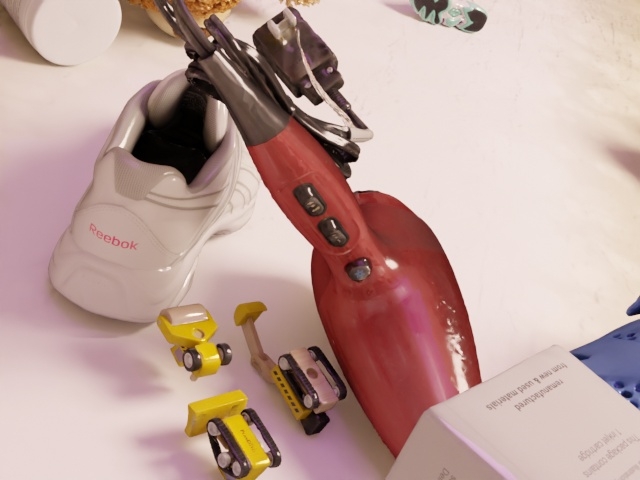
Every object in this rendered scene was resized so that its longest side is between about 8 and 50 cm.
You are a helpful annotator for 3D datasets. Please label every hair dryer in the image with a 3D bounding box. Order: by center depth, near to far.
[{"bbox_3d":[0.000,0.000,0.533,0.294,0.080,0.223,59,18,5],"label":"hair dryer"}]

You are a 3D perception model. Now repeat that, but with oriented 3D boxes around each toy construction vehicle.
[{"bbox_3d":[-0.038,0.074,0.523,0.085,0.035,0.098,-11,54,-43],"label":"toy construction vehicle"}]

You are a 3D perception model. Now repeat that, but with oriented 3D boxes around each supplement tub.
[{"bbox_3d":[-0.198,-0.184,0.764,0.071,0.071,0.107,-5,42,-39],"label":"supplement tub"}]

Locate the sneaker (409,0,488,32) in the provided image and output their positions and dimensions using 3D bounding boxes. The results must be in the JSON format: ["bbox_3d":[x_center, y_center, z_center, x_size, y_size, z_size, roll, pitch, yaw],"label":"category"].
[{"bbox_3d":[0.128,-0.260,1.133,0.098,0.038,0.069,16,29,-31],"label":"sneaker"}]

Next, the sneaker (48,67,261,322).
[{"bbox_3d":[-0.073,-0.054,0.607,0.090,0.115,0.232,22,31,-4],"label":"sneaker"}]

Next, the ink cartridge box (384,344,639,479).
[{"bbox_3d":[0.106,0.166,0.360,0.212,0.154,0.093,41,34,27],"label":"ink cartridge box"}]

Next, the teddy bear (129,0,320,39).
[{"bbox_3d":[-0.120,-0.261,0.921,0.245,0.113,0.338,10,26,-35],"label":"teddy bear"}]

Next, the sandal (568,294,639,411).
[{"bbox_3d":[0.198,0.073,0.583,0.126,0.138,0.317,38,36,18],"label":"sandal"}]
